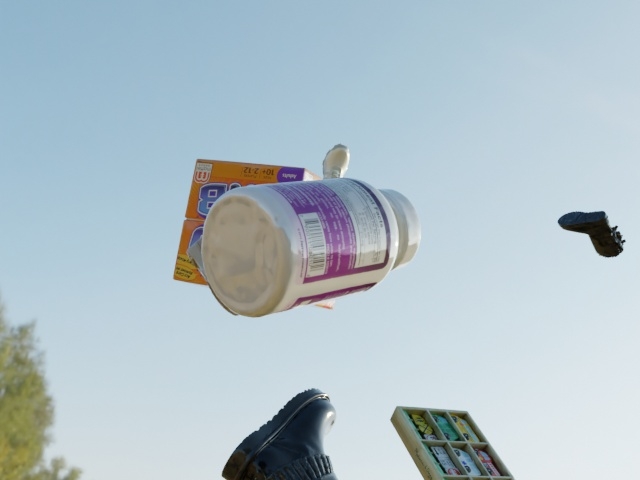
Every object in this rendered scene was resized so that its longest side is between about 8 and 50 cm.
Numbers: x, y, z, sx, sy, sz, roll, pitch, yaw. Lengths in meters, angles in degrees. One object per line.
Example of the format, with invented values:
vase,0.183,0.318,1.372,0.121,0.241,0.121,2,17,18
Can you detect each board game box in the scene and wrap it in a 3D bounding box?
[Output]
board game box,-0.158,-0.013,2.464,0.356,0.356,0.356,7,-8,26

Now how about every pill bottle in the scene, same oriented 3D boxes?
pill bottle,0.000,0.000,1.153,0.169,0.169,0.301,-15,-4,43

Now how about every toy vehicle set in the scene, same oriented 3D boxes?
toy vehicle set,0.249,0.398,1.481,0.166,0.267,0.035,9,-63,-28

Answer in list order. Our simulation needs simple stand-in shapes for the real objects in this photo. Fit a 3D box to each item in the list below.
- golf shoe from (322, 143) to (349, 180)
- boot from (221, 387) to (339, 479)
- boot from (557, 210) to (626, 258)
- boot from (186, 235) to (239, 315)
golf shoe,0.034,-0.153,2.108,0.069,0.086,0.176,13,-68,-23
boot,0.003,0.435,1.568,0.260,0.348,0.131,32,-63,18
boot,0.551,-0.012,1.703,0.121,0.045,0.099,-3,-50,51
boot,-0.167,0.040,1.878,0.207,0.248,0.090,-29,-41,-14
